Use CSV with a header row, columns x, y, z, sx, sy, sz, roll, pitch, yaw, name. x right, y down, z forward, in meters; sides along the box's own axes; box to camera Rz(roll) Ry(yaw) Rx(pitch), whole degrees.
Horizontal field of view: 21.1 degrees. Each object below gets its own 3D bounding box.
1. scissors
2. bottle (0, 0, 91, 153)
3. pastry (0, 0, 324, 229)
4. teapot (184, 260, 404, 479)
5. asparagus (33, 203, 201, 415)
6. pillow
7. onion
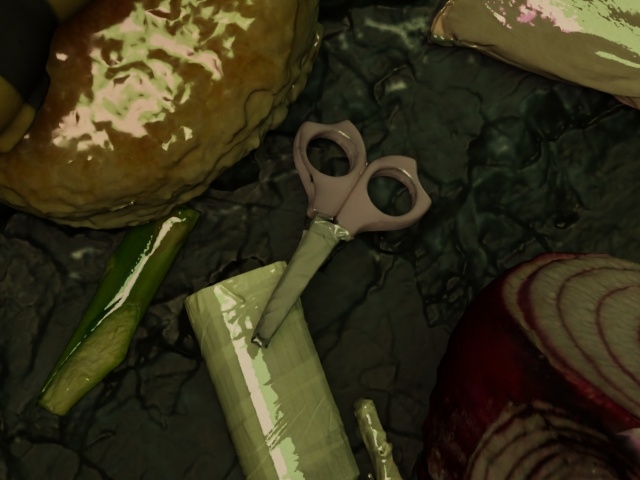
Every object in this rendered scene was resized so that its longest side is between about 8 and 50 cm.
x,y,z,sx,sy,sz,roll,pitch,yaw,name
0.000,0.000,1.190,0.110,0.021,0.212,31,54,0,scissors
-0.191,-0.217,1.046,0.171,0.171,0.351,24,80,1,bottle
-0.151,-0.167,1.186,0.329,0.136,0.330,-1,78,3,pastry
-0.014,0.117,1.198,0.107,0.077,0.200,-16,83,-22,teapot
-0.145,0.047,1.218,0.045,0.041,0.178,29,84,-3,asparagus
0.235,-0.159,1.241,0.270,0.067,0.173,29,88,3,pillow
0.210,0.179,1.084,0.336,0.282,0.260,27,112,21,onion
